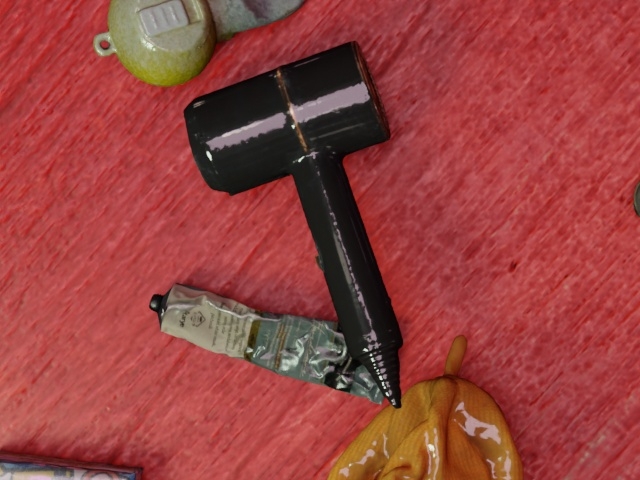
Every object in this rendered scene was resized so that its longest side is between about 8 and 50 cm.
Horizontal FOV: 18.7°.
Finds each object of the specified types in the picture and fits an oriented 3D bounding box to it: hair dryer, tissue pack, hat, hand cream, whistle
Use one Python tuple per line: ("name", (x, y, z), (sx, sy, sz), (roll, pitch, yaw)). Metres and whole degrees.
("hair dryer", (0.000, 0.000, 1.860), (0.189, 0.107, 0.352), (-19, 78, 7))
("tissue pack", (-0.260, 0.275, 1.930), (0.155, 0.065, 0.115), (5, 92, 5))
("hat", (0.104, 0.201, 1.867), (0.233, 0.244, 0.233), (27, 69, -32))
("hand cream", (-0.049, 0.093, 1.926), (0.248, 0.052, 0.075), (14, 114, -1))
("whistle", (-0.119, -0.222, 1.908), (0.223, 0.123, 0.123), (-20, 89, -16))

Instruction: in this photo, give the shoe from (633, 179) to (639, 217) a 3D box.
("shoe", (0.396, -0.061, 1.864), (0.194, 0.077, 0.074), (-13, 90, 5))
